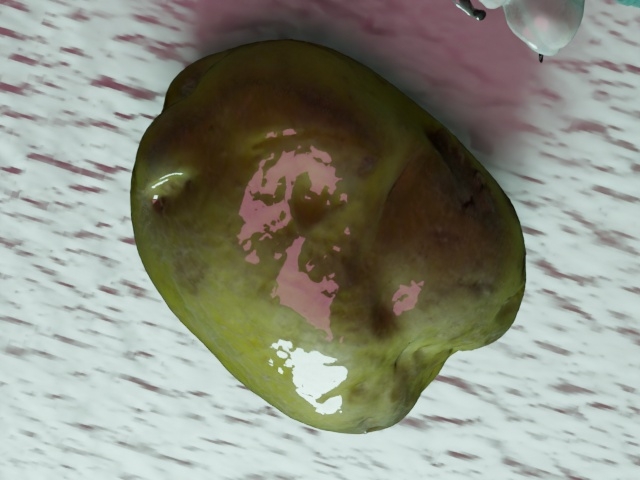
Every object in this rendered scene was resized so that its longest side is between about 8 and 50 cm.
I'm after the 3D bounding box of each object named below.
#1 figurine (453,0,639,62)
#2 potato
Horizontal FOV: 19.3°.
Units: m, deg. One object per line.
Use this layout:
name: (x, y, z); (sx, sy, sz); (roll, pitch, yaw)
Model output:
figurine: (0.165, -0.174, 0.799); (0.138, 0.110, 0.245); (37, 120, -26)
potato: (0.000, -0.002, 0.898); (0.200, 0.137, 0.154); (42, 85, -18)
